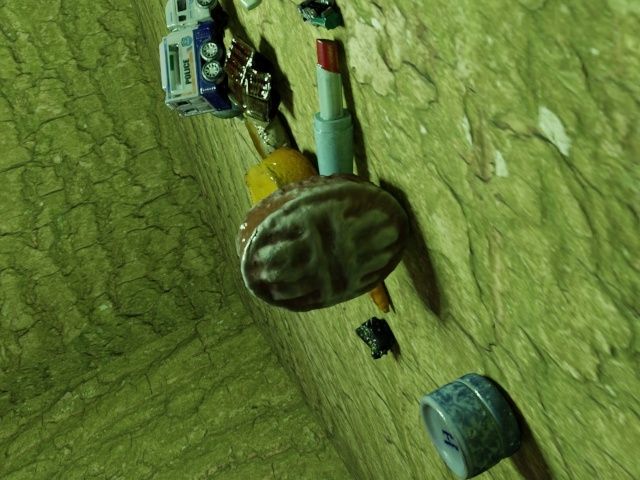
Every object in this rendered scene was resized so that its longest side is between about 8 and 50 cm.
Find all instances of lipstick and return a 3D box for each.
[{"bbox_3d":[0.021,-0.213,1.165,0.061,0.068,0.274,-121,20,-51],"label":"lipstick"}]

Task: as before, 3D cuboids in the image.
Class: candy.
[{"bbox_3d":[0.000,0.000,1.157,0.157,0.289,0.214,-127,21,-62],"label":"candy"}]

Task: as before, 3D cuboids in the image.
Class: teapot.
[{"bbox_3d":[-0.224,-0.347,1.743,0.108,0.111,0.149,18,127,53],"label":"teapot"}]

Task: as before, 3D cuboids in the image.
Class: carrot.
[{"bbox_3d":[0.072,0.029,1.407,0.066,0.062,0.271,-40,77,41],"label":"carrot"}]

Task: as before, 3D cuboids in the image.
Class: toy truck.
[{"bbox_3d":[-0.002,-0.354,1.068,0.044,0.039,0.083,58,171,-34],"label":"toy truck"},{"bbox_3d":[-0.284,-0.430,1.552,0.124,0.155,0.268,43,-142,-75],"label":"toy truck"}]

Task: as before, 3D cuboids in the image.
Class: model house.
[{"bbox_3d":[-0.137,-0.352,1.456,0.165,0.106,0.152,42,150,27],"label":"model house"}]

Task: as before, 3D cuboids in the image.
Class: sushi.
[{"bbox_3d":[0.128,0.216,1.522,0.085,0.056,0.083,62,158,15],"label":"sushi"}]

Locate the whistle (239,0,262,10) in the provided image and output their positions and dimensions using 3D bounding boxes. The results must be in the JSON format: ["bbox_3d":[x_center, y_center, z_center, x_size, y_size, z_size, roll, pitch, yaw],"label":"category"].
[{"bbox_3d":[-0.167,-0.534,1.246,0.244,0.110,0.092,64,-162,2],"label":"whistle"}]

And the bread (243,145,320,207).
[{"bbox_3d":[-0.061,-0.078,1.523,0.195,0.142,0.270,33,142,45],"label":"bread"}]

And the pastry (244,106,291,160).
[{"bbox_3d":[-0.121,-0.242,1.593,0.153,0.081,0.153,53,162,26],"label":"pastry"}]

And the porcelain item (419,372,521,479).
[{"bbox_3d":[0.244,0.297,1.106,0.147,0.114,0.147,59,164,29],"label":"porcelain item"}]
